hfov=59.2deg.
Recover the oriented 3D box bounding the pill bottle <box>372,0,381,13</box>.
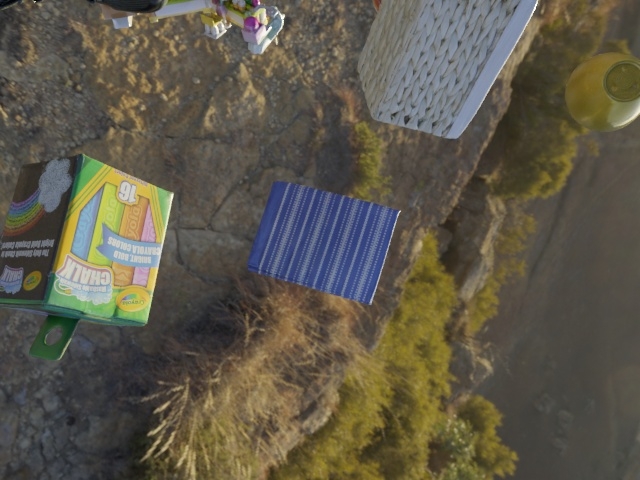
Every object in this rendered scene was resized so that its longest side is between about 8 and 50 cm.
[{"bbox_3d":[0.198,-0.584,1.254,0.121,0.216,0.121,1,87,-10],"label":"pill bottle"}]

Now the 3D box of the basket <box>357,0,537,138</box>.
[{"bbox_3d":[0.112,-0.200,0.552,0.103,0.113,0.167,5,139,-17],"label":"basket"}]

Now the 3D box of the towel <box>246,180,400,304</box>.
[{"bbox_3d":[0.000,0.000,1.377,0.040,0.336,0.243,41,65,-72],"label":"towel"}]

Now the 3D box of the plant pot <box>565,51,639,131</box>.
[{"bbox_3d":[0.490,-0.254,0.937,0.134,0.134,0.095,-65,174,7],"label":"plant pot"}]

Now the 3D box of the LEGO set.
[{"bbox_3d":[-0.183,-0.363,0.806,0.107,0.287,0.132,85,26,-53],"label":"LEGO set"}]

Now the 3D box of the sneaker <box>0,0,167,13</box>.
[{"bbox_3d":[-0.288,-0.290,0.618,0.087,0.227,0.130,114,-1,-51],"label":"sneaker"}]

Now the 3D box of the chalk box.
[{"bbox_3d":[-0.375,0.039,0.874,0.179,0.180,0.289,25,69,-51],"label":"chalk box"}]
